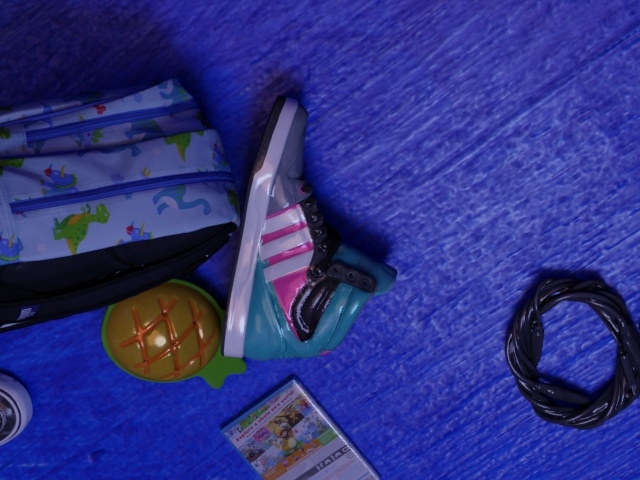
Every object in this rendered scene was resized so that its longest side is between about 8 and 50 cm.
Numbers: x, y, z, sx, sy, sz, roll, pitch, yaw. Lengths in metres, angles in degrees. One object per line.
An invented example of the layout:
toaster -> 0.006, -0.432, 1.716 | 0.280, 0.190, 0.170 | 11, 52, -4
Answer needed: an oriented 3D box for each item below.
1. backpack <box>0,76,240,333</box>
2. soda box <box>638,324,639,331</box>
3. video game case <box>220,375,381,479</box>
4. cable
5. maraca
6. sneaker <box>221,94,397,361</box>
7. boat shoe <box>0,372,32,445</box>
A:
backpack -> -0.256, -0.031, 1.307 | 0.355, 0.290, 0.273 | -1, 72, -19
soda box -> 0.450, 0.025, 1.356 | 0.083, 0.092, 0.263 | 30, 109, -4
video game case -> -0.024, 0.257, 1.533 | 0.119, 0.015, 0.166 | -37, 100, 17
cable -> 0.285, 0.125, 1.440 | 0.150, 0.047, 0.184 | -27, 105, 20
maraca -> -0.161, 0.108, 1.462 | 0.185, 0.099, 0.127 | 17, 104, -24
sneaker -> 0.000, 0.000, 1.391 | 0.178, 0.124, 0.296 | 10, 102, -3
boat shoe -> -0.505, 0.225, 1.534 | 0.306, 0.105, 0.113 | -1, 108, 8
